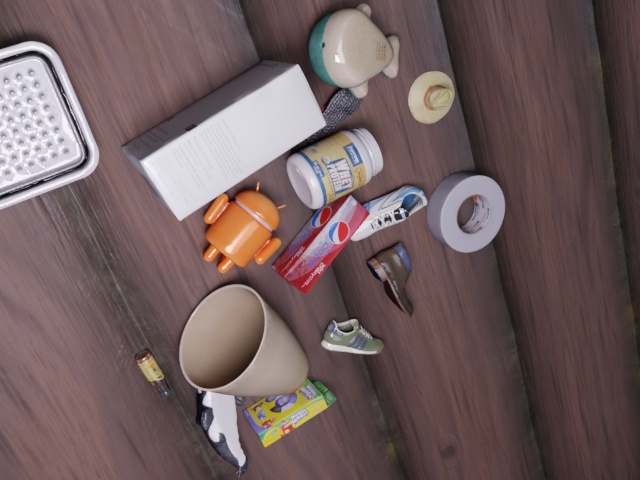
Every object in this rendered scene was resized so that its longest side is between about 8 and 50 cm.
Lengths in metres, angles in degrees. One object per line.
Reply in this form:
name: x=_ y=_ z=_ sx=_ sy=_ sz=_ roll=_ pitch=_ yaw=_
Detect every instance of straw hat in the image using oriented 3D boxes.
straw hat: x=0.304 y=-0.369 z=1.742 sx=0.145 sy=0.061 sz=0.144 roll=-9 pitch=110 yaw=-24

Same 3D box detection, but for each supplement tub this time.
supplement tub: x=0.035 y=-0.178 z=1.620 sx=0.200 sy=0.144 sz=0.144 roll=-28 pitch=116 yaw=-16

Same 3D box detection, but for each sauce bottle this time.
sauce bottle: x=-0.401 y=0.323 z=1.625 sx=0.042 sy=0.042 sz=0.128 roll=-32 pitch=119 yaw=-14

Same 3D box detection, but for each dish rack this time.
dish rack: x=-0.637 y=-0.214 z=1.320 sx=0.333 sy=0.072 sz=0.285 roll=-25 pitch=114 yaw=-18

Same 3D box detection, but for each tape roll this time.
tape roll: x=0.406 y=-0.080 z=1.877 sx=0.219 sy=0.072 sz=0.219 roll=-8 pitch=109 yaw=-25

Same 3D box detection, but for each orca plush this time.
orca plush: x=-0.264 y=0.459 z=1.720 sx=0.151 sy=0.102 sz=0.287 roll=-51 pitch=125 yaw=-47

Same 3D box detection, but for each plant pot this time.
plant pot: x=-0.155 y=0.278 z=1.635 sx=0.256 sy=0.256 sz=0.274 roll=-53 pitch=136 yaw=-3

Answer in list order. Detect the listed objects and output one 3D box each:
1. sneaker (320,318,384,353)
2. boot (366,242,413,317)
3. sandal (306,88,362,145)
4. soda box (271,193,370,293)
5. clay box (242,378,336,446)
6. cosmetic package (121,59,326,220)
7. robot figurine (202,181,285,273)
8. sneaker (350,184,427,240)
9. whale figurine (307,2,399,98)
sneaker: x=0.098 y=0.257 z=1.835 sx=0.192 sy=0.064 sz=0.086 roll=8 pitch=107 yaw=-25
boot: x=0.223 y=0.110 z=1.842 sx=0.106 sy=0.082 sz=0.219 roll=-39 pitch=117 yaw=-8
sandal: x=0.028 y=-0.309 z=1.643 sx=0.067 sy=0.040 sz=0.179 roll=39 pitch=101 yaw=-25
soda box: x=0.000 y=0.000 z=1.690 sx=0.083 sy=0.092 sz=0.263 roll=41 pitch=86 yaw=-31
clay box: x=-0.081 y=0.435 z=1.767 sx=0.222 sy=0.127 sz=0.053 roll=-31 pitch=116 yaw=-16
cosmetic package: x=-0.206 y=-0.226 z=1.448 sx=0.385 sy=0.217 sz=0.156 roll=-37 pitch=118 yaw=-13
robot figurine: x=-0.181 y=-0.025 z=1.573 sx=0.219 sy=0.158 sz=0.128 roll=-51 pitch=153 yaw=-4
sneaker: x=0.173 y=-0.071 z=1.758 sx=0.237 sy=0.086 sz=0.085 roll=-31 pitch=119 yaw=-13
whale figurine: x=0.080 y=-0.444 z=1.585 sx=0.272 sy=0.141 sz=0.216 roll=-11 pitch=105 yaw=-49
